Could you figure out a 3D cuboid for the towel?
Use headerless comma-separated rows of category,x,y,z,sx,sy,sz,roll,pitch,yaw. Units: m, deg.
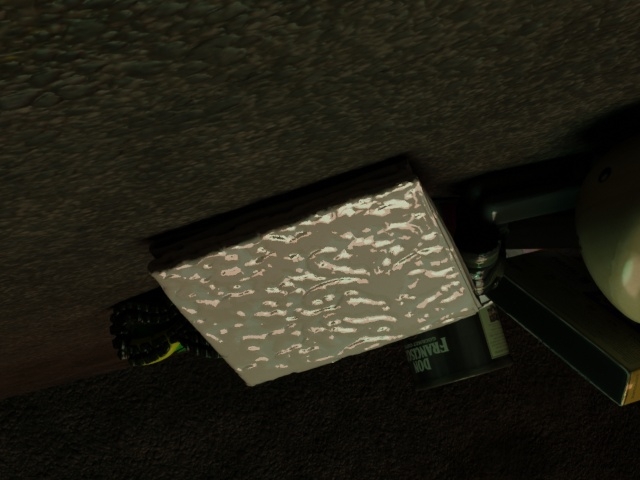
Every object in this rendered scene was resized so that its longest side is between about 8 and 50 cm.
towel,0.003,0.052,1.196,0.331,0.053,0.317,-18,142,11

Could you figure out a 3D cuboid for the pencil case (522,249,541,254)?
pencil case,0.307,0.026,1.705,0.284,0.124,0.124,-3,172,-1

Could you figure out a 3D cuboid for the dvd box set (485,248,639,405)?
dvd box set,0.494,0.081,1.433,0.420,0.062,0.307,-12,-148,-25

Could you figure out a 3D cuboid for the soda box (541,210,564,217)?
soda box,0.413,-0.085,1.501,0.183,0.063,0.058,-13,174,-27

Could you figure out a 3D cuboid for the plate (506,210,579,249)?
plate,0.425,-0.040,1.580,0.278,0.045,0.277,-3,-167,17

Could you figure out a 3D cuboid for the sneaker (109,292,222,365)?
sneaker,-0.174,0.107,1.547,0.343,0.134,0.146,-11,-176,39

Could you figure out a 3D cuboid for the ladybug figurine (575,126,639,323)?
ladybug figurine,0.485,-0.050,1.280,0.449,0.305,0.162,-8,-147,-40

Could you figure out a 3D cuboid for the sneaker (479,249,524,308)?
sneaker,0.158,0.046,1.531,0.365,0.137,0.210,-4,172,-5

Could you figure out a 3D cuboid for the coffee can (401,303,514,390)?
coffee can,0.245,0.138,1.956,0.201,0.275,0.201,-15,172,-2

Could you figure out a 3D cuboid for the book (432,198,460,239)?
book,0.198,-0.013,1.454,0.035,0.096,0.144,-12,175,37

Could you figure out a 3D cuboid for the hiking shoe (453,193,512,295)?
hiking shoe,0.225,0.009,1.404,0.086,0.114,0.227,10,-154,16

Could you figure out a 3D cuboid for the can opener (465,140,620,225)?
can opener,0.333,-0.088,1.367,0.280,0.074,0.093,-15,138,-19
